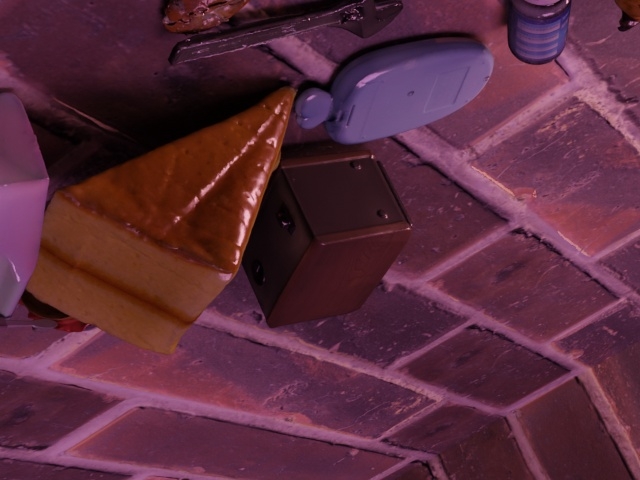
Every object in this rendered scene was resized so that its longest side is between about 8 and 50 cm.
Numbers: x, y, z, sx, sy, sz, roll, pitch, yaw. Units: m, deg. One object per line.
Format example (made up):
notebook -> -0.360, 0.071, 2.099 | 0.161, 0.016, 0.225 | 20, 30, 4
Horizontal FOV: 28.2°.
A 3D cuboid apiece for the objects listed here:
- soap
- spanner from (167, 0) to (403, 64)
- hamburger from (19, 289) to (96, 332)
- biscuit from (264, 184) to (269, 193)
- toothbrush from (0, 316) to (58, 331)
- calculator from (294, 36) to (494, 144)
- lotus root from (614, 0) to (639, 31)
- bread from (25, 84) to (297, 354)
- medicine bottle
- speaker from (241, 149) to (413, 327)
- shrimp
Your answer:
soap -> -0.424, -0.004, 1.525 | 0.109, 0.193, 0.324 | -5, 149, -34
spanner -> -0.036, -0.258, 1.541 | 0.325, 0.026, 0.093 | -18, 153, -26
hamburger -> -0.327, 0.050, 1.752 | 0.175, 0.175, 0.137 | -28, 160, 9
biscuit -> -0.103, -0.029, 1.939 | 0.254, 0.029, 0.172 | -11, 151, -28
toothbrush -> -0.394, 0.100, 1.512 | 0.017, 0.014, 0.194 | -39, 153, 31
calculator -> 0.104, -0.205, 1.764 | 0.303, 0.042, 0.188 | -17, 155, -20
lotus root -> 0.446, -0.358, 1.684 | 0.125, 0.118, 0.221 | 11, 153, 1
bread -> -0.189, -0.072, 1.630 | 0.245, 0.361, 0.233 | 28, 140, -10
medicine bottle -> 0.286, -0.315, 1.665 | 0.083, 0.083, 0.203 | -23, 154, -3
speaker -> 0.000, 0.000, 1.878 | 0.192, 0.153, 0.231 | -10, 150, -29
shrimp -> -0.100, -0.286, 1.447 | 0.184, 0.043, 0.091 | -27, 162, 22
